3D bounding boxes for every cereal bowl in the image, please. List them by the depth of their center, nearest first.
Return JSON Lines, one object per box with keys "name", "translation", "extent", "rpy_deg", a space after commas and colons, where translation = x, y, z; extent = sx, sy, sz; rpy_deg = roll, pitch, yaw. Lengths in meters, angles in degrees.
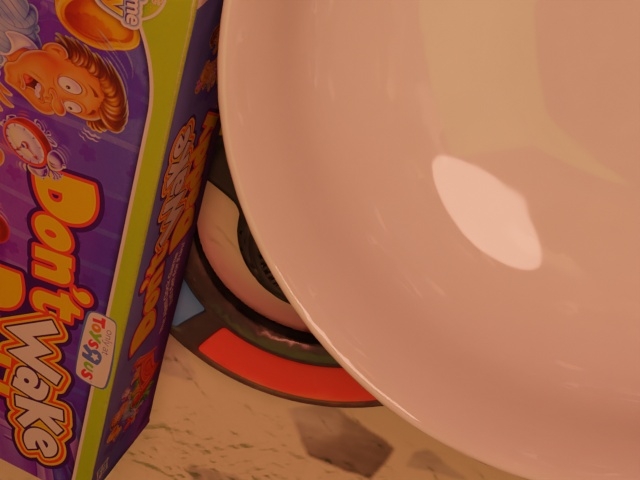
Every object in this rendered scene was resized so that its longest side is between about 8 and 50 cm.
{"name": "cereal bowl", "translation": [0.133, -0.070, 0.628], "extent": [0.338, 0.141, 0.339], "rpy_deg": [8, 112, 21]}

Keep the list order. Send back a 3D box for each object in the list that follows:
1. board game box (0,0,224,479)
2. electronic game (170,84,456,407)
{"name": "board game box", "translation": [-0.175, -0.054, 0.754], "extent": [0.233, 0.078, 0.347], "rpy_deg": [24, 128, 9]}
{"name": "electronic game", "translation": [0.000, 0.000, 0.794], "extent": [0.229, 0.048, 0.229], "rpy_deg": [6, 126, 9]}
